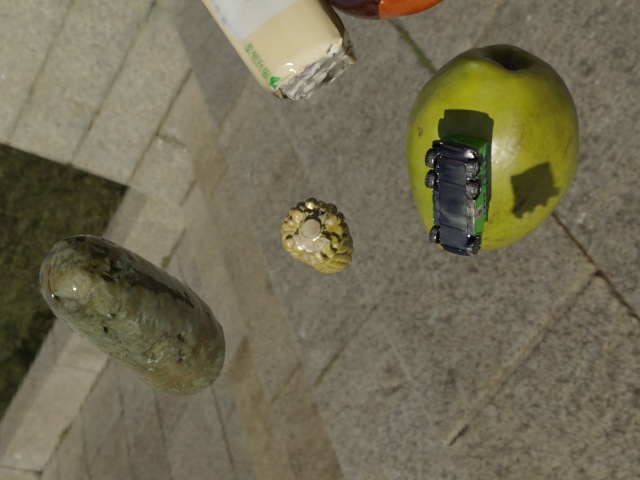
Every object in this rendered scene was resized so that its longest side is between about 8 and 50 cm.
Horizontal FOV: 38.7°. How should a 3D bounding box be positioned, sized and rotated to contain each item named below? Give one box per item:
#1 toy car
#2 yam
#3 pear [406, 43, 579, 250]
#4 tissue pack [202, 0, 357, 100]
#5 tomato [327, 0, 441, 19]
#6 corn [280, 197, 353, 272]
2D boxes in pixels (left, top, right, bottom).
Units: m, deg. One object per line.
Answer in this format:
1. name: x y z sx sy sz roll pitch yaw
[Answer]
1. toy car: 0.180 -0.057 1.170 0.071 0.062 0.165 18 131 33
2. yam: -0.219 0.086 1.067 0.133 0.330 0.133 -6 67 14
3. pear: 0.242 -0.125 1.315 0.253 0.252 0.307 -130 41 -54
4. tissue pack: -0.060 -0.238 0.826 0.090 0.222 0.186 -33 0 10
5. tomato: 0.059 -0.360 0.946 0.180 0.260 0.259 -45 24 -23
6. corn: 0.000 0.000 1.226 0.288 0.086 0.087 52 -128 -80
